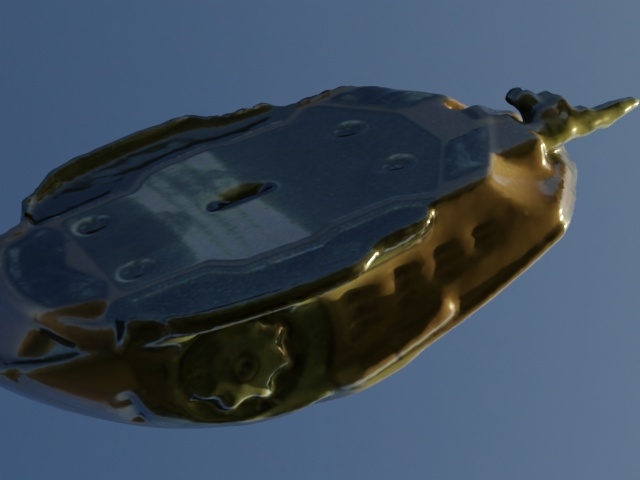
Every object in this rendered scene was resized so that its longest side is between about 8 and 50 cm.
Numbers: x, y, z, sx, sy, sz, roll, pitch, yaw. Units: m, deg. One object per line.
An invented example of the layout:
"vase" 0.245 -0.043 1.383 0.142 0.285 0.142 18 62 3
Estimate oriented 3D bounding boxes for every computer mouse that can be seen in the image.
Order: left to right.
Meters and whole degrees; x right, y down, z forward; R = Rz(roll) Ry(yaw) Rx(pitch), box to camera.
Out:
"computer mouse" -0.001 0.006 0.921 0.389 0.199 0.115 -20 -54 -19
